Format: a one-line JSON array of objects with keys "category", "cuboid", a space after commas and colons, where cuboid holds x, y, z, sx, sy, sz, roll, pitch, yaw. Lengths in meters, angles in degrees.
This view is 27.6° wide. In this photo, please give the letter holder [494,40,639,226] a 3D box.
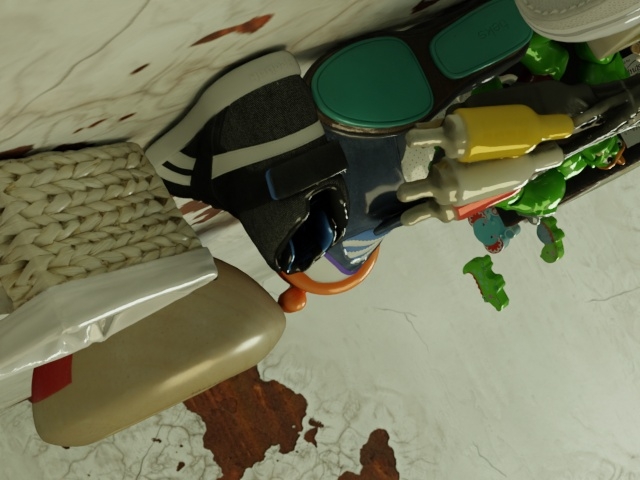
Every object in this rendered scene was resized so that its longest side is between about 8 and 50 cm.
[{"category": "letter holder", "cuboid": [0.313, -0.163, 1.305, 0.302, 0.152, 0.214, -29, 177, 39]}]

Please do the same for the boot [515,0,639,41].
[{"category": "boot", "cuboid": [0.133, -0.165, 0.552, 0.123, 0.095, 0.258, -17, 163, -35]}]

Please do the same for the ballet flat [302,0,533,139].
[{"category": "ballet flat", "cuboid": [0.058, -0.109, 0.876, 0.203, 0.074, 0.074, -27, 177, -33]}]

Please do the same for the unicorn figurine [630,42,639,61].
[{"category": "unicorn figurine", "cuboid": [0.314, -0.215, 1.094, 0.111, 0.060, 0.162, -28, 147, -30]}]

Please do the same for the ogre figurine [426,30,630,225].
[{"category": "ogre figurine", "cuboid": [0.169, -0.099, 0.967, 0.097, 0.118, 0.197, -2, -121, 44]}]

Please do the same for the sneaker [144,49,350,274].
[{"category": "sneaker", "cuboid": [-0.048, -0.028, 0.836, 0.079, 0.121, 0.217, -24, 176, -21]}]

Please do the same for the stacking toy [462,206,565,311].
[{"category": "stacking toy", "cuboid": [0.158, -0.045, 1.352, 0.052, 0.221, 0.167, -33, 177, 39]}]

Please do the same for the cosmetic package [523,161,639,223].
[{"category": "cosmetic package", "cuboid": [0.313, -0.134, 1.652, 0.113, 0.160, 0.309, -29, 177, 27]}]

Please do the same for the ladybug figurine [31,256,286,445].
[{"category": "ladybug figurine", "cuboid": [-0.210, 0.123, 1.542, 0.305, 0.162, 0.449, -24, 175, -27]}]

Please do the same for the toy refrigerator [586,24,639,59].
[{"category": "toy refrigerator", "cuboid": [0.285, -0.212, 0.810, 0.270, 0.094, 0.102, -26, 177, -8]}]

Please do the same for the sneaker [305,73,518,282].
[{"category": "sneaker", "cuboid": [0.075, -0.064, 1.123, 0.236, 0.130, 0.323, -23, 172, 12]}]

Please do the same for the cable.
[{"category": "cable", "cuboid": [0.182, -0.067, 0.850, 0.287, 0.072, 0.139, -11, 154, -6]}]

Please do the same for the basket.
[{"category": "basket", "cuboid": [-0.159, 0.012, 0.758, 0.113, 0.103, 0.167, -28, 177, 26]}]

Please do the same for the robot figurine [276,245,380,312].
[{"category": "robot figurine", "cuboid": [0.001, -0.002, 1.516, 0.128, 0.158, 0.219, -11, -179, -6]}]
